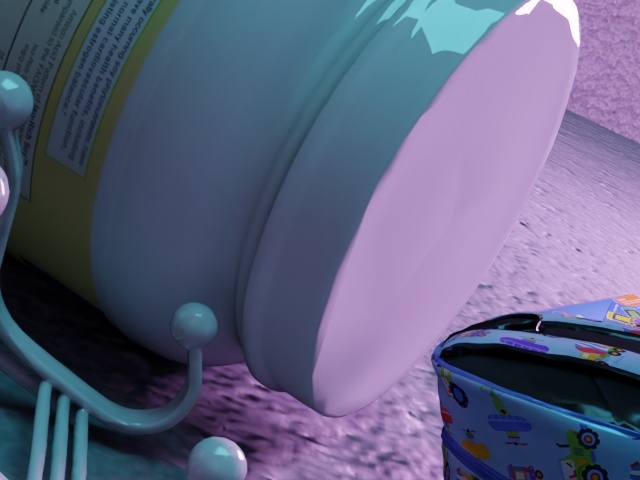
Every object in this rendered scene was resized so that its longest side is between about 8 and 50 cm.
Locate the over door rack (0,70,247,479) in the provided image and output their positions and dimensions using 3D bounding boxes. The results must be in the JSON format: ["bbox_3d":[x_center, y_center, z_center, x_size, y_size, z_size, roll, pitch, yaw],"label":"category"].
[{"bbox_3d":[-0.154,0.000,0.346,0.324,0.108,0.239,31,12,-17],"label":"over door rack"}]

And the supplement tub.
[{"bbox_3d":[-0.075,-0.091,0.608,0.331,0.241,0.241,32,16,21],"label":"supplement tub"}]

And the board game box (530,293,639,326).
[{"bbox_3d":[0.230,0.090,0.907,0.145,0.027,0.281,34,17,25],"label":"board game box"}]

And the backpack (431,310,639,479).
[{"bbox_3d":[0.124,0.097,0.534,0.173,0.117,0.158,16,10,16],"label":"backpack"}]
